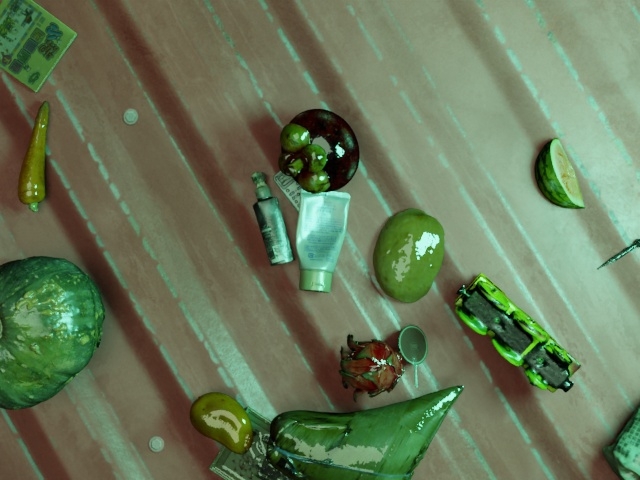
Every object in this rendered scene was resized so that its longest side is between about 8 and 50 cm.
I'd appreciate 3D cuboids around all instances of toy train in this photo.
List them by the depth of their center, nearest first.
[{"bbox_3d":[0.404,0.192,1.635,0.296,0.160,0.100,43,103,7],"label":"toy train"}]

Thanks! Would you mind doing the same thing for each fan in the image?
[{"bbox_3d":[0.202,0.249,1.696,0.085,0.005,0.134,9,71,-35],"label":"fan"}]

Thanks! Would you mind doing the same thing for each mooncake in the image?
[{"bbox_3d":[0.729,0.439,1.610,0.250,0.136,0.254,44,89,3],"label":"mooncake"}]

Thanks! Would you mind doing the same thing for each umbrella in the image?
[{"bbox_3d":[0.654,0.021,1.677,0.148,0.022,0.022,-38,44,5],"label":"umbrella"}]

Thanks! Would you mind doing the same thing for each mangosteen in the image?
[{"bbox_3d":[-0.012,-0.183,1.659,0.199,0.200,0.200,0,90,6],"label":"mangosteen"}]

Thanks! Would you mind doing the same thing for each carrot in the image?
[{"bbox_3d":[-0.650,-0.193,1.794,0.061,0.061,0.257,3,87,6],"label":"carrot"}]

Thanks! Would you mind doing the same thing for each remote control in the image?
[{"bbox_3d":[-0.051,-0.106,1.750,0.053,0.018,0.124,-36,87,4],"label":"remote control"}]

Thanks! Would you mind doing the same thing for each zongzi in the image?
[{"bbox_3d":[0.087,0.383,1.654,0.322,0.160,0.361,31,96,-4],"label":"zongzi"}]

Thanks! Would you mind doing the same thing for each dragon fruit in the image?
[{"bbox_3d":[0.107,0.270,1.690,0.141,0.130,0.121,-14,125,9],"label":"dragon fruit"}]

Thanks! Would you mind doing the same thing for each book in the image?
[{"bbox_3d":[-0.681,-0.463,1.818,0.192,0.013,0.168,36,93,4],"label":"book"}]

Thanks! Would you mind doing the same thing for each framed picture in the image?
[{"bbox_3d":[-0.111,0.502,1.759,0.231,0.010,0.173,31,93,5],"label":"framed picture"}]

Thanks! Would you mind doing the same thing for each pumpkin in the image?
[{"bbox_3d":[-0.618,0.191,1.689,0.327,0.257,0.292,-33,74,12],"label":"pumpkin"}]

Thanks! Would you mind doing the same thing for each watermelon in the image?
[{"bbox_3d":[0.494,-0.131,1.683,0.069,0.086,0.163,-23,84,42],"label":"watermelon"}]

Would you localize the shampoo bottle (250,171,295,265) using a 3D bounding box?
[{"bbox_3d":[-0.111,-0.049,1.733,0.057,0.063,0.208,-17,88,-5],"label":"shampoo bottle"}]

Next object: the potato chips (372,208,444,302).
[{"bbox_3d":[0.192,0.030,1.711,0.150,0.049,0.202,22,86,0],"label":"potato chips"}]

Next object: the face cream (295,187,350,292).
[{"bbox_3d":[0.000,0.000,1.725,0.114,0.070,0.224,7,84,-16],"label":"face cream"}]

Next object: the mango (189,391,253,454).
[{"bbox_3d":[-0.209,0.395,1.731,0.159,0.084,0.105,32,93,6],"label":"mango"}]
